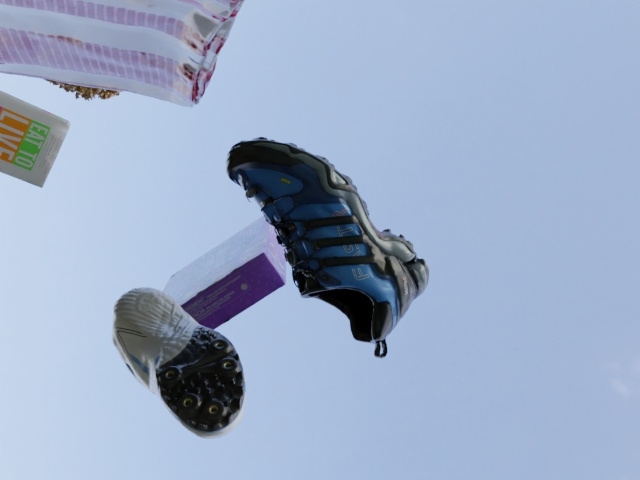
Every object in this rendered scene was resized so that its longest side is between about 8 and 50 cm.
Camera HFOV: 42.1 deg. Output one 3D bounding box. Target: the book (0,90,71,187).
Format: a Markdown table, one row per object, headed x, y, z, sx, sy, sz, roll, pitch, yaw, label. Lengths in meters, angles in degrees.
| x | y | z | sx | sy | sz | roll | pitch | yaw | label |
| --- | --- | --- | --- | --- | --- | --- | --- | --- | --- |
| -0.406 | -0.139 | 1.059 | 0.096 | 0.144 | 0.035 | -63 | -147 | 7 | book |

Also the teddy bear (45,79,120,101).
| x | y | z | sx | sy | sz | roll | pitch | yaw | label |
| --- | --- | --- | --- | --- | --- | --- | --- | --- | --- |
| -0.442 | -0.298 | 1.319 | 0.245 | 0.338 | 0.113 | 40 | -87 | -7 | teddy bear |

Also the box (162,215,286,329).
| x | y | z | sx | sy | sz | roll | pitch | yaw | label |
| --- | --- | --- | --- | --- | --- | --- | --- | --- | --- |
| -0.147 | 0.058 | 1.231 | 0.201 | 0.293 | 0.057 | -32 | -78 | 4 | box |

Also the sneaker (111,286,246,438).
| x | y | z | sx | sy | sz | roll | pitch | yaw | label |
| --- | --- | --- | --- | --- | --- | --- | --- | --- | --- |
| -0.134 | 0.122 | 0.794 | 0.237 | 0.085 | 0.086 | 35 | -40 | 52 | sneaker |

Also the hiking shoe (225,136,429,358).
| x | y | z | sx | sy | sz | roll | pitch | yaw | label |
| --- | --- | --- | --- | --- | --- | --- | --- | --- | --- |
| 0.000 | 0.000 | 1.002 | 0.113 | 0.304 | 0.132 | -35 | -161 | 55 | hiking shoe |

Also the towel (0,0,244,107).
| x | y | z | sx | sy | sz | roll | pitch | yaw | label |
| --- | --- | --- | --- | --- | --- | --- | --- | --- | --- |
| -0.194 | -0.177 | 0.667 | 0.329 | 0.237 | 0.037 | 156 | -59 | -73 | towel |
